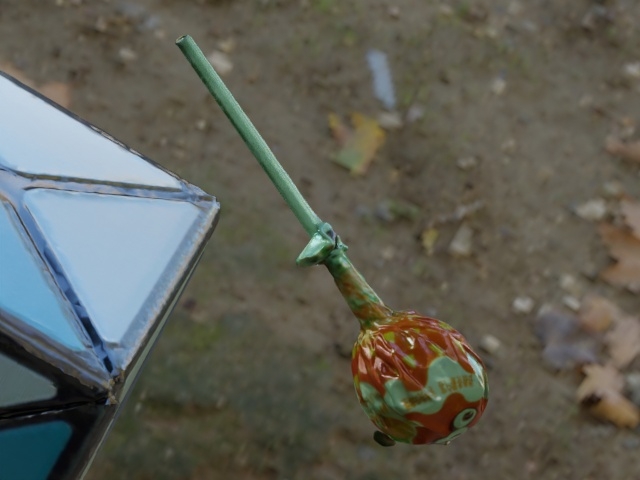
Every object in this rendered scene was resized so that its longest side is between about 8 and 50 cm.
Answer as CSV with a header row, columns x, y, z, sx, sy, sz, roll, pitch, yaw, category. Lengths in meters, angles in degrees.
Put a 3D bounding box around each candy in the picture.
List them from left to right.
x,y,z,sx,sy,sz,roll,pitch,yaw,category
0.000,0.000,0.710,0.184,0.055,0.049,55,43,-5,candy

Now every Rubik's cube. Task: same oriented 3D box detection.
x,y,z,sx,sy,sz,roll,pitch,yaw,category
-0.231,0.055,1.114,0.248,0.250,0.246,28,29,-4,Rubik's cube
